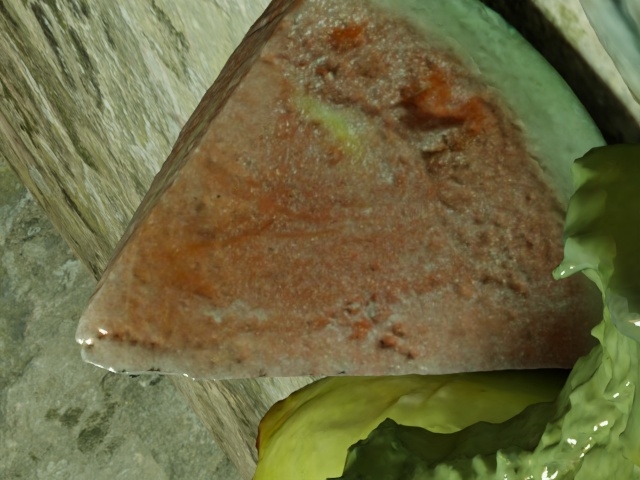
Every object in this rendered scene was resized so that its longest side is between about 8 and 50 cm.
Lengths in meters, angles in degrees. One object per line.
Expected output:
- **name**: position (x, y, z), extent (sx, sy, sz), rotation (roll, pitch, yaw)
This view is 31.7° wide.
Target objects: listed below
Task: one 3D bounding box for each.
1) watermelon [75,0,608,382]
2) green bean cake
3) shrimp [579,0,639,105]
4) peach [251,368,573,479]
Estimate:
- **watermelon**: position (0.037, -0.020, 0.628), extent (0.250, 0.292, 0.283), rotation (-22, 104, 42)
- **green bean cake**: position (0.134, 0.110, 0.437), extent (0.233, 0.124, 0.236), rotation (30, 127, -3)
- **shrimp**: position (0.235, 0.015, 0.272), extent (0.446, 0.110, 0.221), rotation (43, 158, -5)
- **peach**: position (0.115, 0.206, 0.708), extent (0.316, 0.281, 0.314), rotation (4, 114, 28)
